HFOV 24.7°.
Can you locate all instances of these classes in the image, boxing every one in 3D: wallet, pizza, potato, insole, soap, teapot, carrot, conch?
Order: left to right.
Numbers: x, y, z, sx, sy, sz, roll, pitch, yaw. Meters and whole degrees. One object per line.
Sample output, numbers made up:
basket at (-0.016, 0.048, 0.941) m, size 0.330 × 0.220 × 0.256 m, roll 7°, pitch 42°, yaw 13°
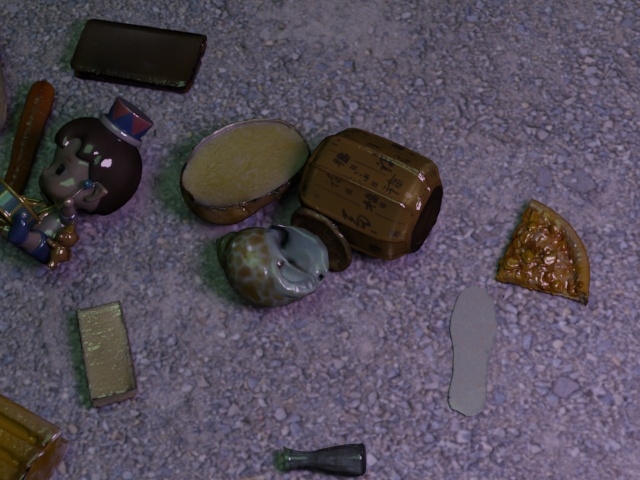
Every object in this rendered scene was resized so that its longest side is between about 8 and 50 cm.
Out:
soap at (-0.473, 0.271, 1.974) m, size 0.232 × 0.073 × 0.140 m, roll 25°, pitch 65°, yaw 19°
carrot at (-0.450, -0.139, 2.223) m, size 0.043 × 0.043 × 0.248 m, roll 6°, pitch 63°, yaw 10°
wallet at (-0.286, -0.291, 2.294) m, size 0.198 × 0.031 × 0.110 m, roll 10°, pitch 63°, yaw 12°
potato at (-0.105, -0.090, 2.133) m, size 0.200 × 0.081 × 0.164 m, roll -31°, pitch 54°, yaw -14°
conch at (-0.071, 0.037, 2.046) m, size 0.172 × 0.106 × 0.116 m, roll -1°, pitch 77°, yaw 7°
teapot at (0.004, 0.289, 1.928) m, size 0.110 × 0.043 × 0.043 m, roll -2°, pitch 60°, yaw 11°
insole at (0.208, 0.150, 2.000) m, size 0.065 × 0.004 × 0.197 m, roll 2°, pitch 61°, yaw 8°
pizza at (0.305, 0.020, 2.042) m, size 0.130 × 0.041 × 0.178 m, roll -12°, pitch 60°, yaw 2°

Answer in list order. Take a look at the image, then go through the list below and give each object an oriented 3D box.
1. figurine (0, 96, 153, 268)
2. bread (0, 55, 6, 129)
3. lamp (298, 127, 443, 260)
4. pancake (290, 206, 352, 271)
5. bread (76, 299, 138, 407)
figurine at (-0.356, -0.092, 2.117) m, size 0.275 × 0.158 × 0.161 m, roll -44°, pitch 25°, yaw -16°
bread at (-0.592, -0.328, 2.262) m, size 0.155 × 0.187 × 0.338 m, roll -20°, pitch 60°, yaw 0°
lamp at (0.071, -0.066, 2.056) m, size 0.185 × 0.161 × 0.161 m, roll 22°, pitch 66°, yaw 17°
pancake at (0.001, -0.001, 2.050) m, size 0.115 × 0.115 × 0.011 m, roll 28°, pitch 56°, yaw 21°
bread at (-0.299, 0.157, 2.044) m, size 0.068 × 0.028 × 0.154 m, roll -15°, pitch 59°, yaw -2°
